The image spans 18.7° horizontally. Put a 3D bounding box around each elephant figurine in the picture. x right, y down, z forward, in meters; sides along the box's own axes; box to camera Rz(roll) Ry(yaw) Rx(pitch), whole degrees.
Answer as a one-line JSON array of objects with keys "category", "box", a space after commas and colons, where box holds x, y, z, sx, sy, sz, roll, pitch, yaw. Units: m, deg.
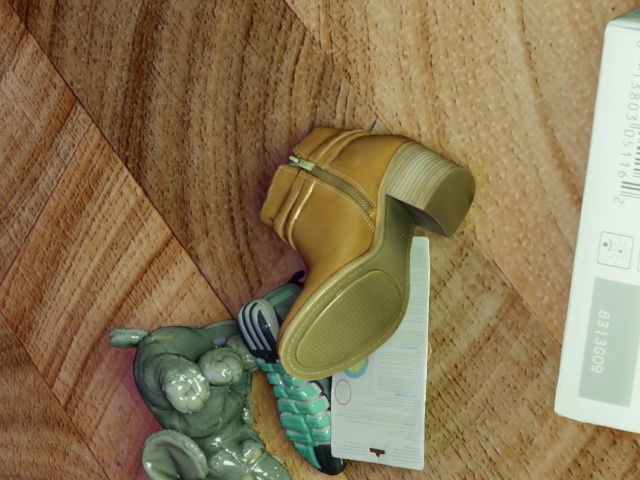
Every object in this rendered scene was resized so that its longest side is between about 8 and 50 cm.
[{"category": "elephant figurine", "box": [-0.123, 0.221, 2.194, 0.186, 0.169, 0.239, -128, 27, -62]}]

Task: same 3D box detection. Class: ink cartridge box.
[{"category": "ink cartridge box", "box": [0.296, -0.043, 1.597, 0.091, 0.385, 0.308, 11, 106, 20]}]

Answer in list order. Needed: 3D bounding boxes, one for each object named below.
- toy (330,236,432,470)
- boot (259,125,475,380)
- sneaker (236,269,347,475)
[{"category": "toy", "box": [0.076, 0.113, 2.036, 0.137, 0.056, 0.237, 2, 94, 48]}, {"category": "boot", "box": [0.000, 0.000, 1.972, 0.220, 0.109, 0.283, 22, 72, 45]}, {"category": "sneaker", "box": [-0.003, 0.146, 2.112, 0.083, 0.098, 0.224, 6, 126, 51]}]
